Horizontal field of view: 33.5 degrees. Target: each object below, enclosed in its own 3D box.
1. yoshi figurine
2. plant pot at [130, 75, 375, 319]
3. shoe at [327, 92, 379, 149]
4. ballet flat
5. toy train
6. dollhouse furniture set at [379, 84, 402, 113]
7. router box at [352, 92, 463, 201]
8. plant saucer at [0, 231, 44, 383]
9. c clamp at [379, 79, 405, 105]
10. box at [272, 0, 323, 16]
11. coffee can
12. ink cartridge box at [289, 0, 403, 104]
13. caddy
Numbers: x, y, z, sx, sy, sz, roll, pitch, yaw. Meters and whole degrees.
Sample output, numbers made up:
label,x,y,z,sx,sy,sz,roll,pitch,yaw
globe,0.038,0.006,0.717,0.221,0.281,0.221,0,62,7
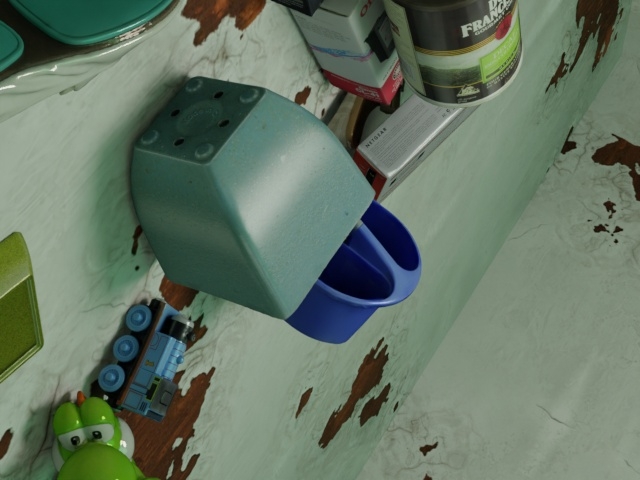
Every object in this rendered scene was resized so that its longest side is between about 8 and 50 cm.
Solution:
label,x,y,z,sx,sy,sz,roll,pitch,yaw
yoshi figurine,-0.321,0.384,1.576,0.203,0.203,0.362,-44,149,-29
plant pot,-0.118,-0.086,1.480,0.248,0.247,0.252,-54,139,-25
shoe,0.067,-0.257,1.953,0.076,0.058,0.219,68,37,-45
ballet flat,-0.307,-0.187,1.091,0.400,0.139,0.139,-40,148,-40
toy train,-0.255,0.179,1.594,0.184,0.105,0.080,-67,160,-14
dollhouse furniture set,0.191,-0.324,2.024,0.161,0.101,0.182,7,86,-67
router box,0.199,-0.222,2.020,0.335,0.082,0.301,-44,175,-9
plant saucer,-0.401,0.113,1.280,0.188,0.045,0.188,-46,152,-41
c clamp,0.141,-0.319,2.103,0.161,0.022,0.137,-44,151,-43
box,-0.021,-0.433,1.500,0.156,0.093,0.158,-57,159,-18
coffee can,0.196,-0.353,1.592,0.201,0.201,0.275,-59,157,-14
ink cartridge box,0.079,-0.393,1.730,0.226,0.131,0.306,-61,160,-9
caddy,0.000,0.000,1.728,0.241,0.341,0.179,-42,166,-47
